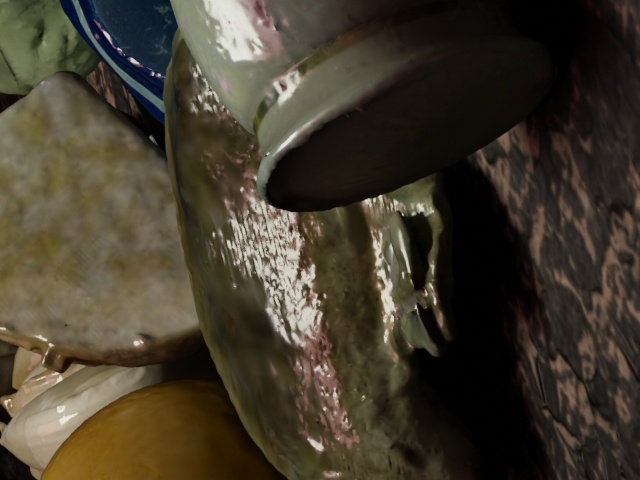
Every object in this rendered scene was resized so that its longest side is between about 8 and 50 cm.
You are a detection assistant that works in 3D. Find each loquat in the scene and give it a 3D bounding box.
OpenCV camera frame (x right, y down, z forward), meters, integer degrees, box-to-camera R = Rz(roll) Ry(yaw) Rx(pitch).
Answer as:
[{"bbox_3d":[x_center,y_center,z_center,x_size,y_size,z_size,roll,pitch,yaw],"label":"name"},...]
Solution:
[{"bbox_3d":[-0.080,0.223,1.263,0.263,0.263,0.263,163,90,-73],"label":"loquat"}]

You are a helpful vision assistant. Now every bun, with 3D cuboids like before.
[{"bbox_3d":[-0.215,-0.210,1.416,0.212,0.204,0.126,48,174,-37],"label":"bun"}]

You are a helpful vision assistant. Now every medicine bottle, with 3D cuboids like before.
[{"bbox_3d":[0.014,-0.101,0.837,0.147,0.147,0.143,114,134,-65],"label":"medicine bottle"}]

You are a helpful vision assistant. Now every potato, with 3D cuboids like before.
[{"bbox_3d":[-0.149,0.035,1.334,0.264,0.211,0.189,38,170,25],"label":"potato"}]

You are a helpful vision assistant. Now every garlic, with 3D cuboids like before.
[{"bbox_3d":[-0.157,0.133,1.498,0.185,0.203,0.281,62,-178,-26],"label":"garlic"}]

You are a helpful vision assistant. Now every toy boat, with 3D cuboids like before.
[{"bbox_3d":[-0.110,-0.105,1.375,0.220,0.067,0.291,48,171,15],"label":"toy boat"}]

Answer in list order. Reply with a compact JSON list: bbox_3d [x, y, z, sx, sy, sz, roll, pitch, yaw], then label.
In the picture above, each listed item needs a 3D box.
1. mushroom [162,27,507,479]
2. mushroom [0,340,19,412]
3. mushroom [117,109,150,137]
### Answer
[{"bbox_3d":[-0.002,0.000,1.020,0.247,0.130,0.344,-145,40,-70],"label":"mushroom"},{"bbox_3d":[-0.378,0.015,1.935,0.325,0.353,0.353,-93,-8,-70],"label":"mushroom"},{"bbox_3d":[-0.171,-0.042,1.589,0.170,0.080,0.135,-178,84,-72],"label":"mushroom"}]
